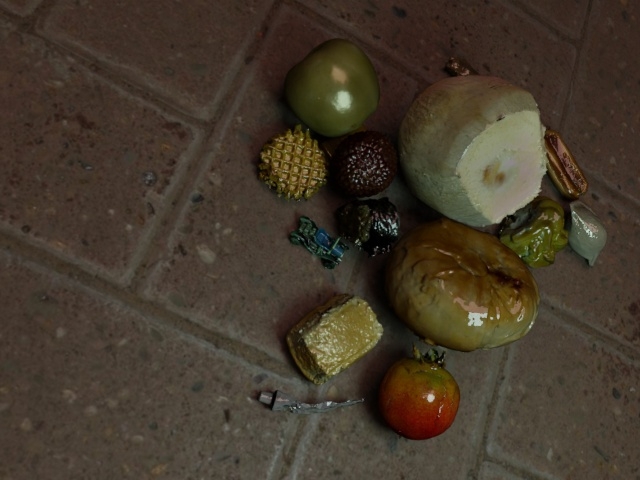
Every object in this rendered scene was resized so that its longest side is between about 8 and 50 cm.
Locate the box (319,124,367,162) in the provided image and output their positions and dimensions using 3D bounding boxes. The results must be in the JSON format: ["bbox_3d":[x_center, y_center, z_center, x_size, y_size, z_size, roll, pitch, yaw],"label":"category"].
[{"bbox_3d":[0.079,-0.269,1.985,0.155,0.023,0.086,-34,87,-29],"label":"box"}]

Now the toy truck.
[{"bbox_3d":[0.001,0.001,1.834,0.154,0.078,0.080,36,62,-10],"label":"toy truck"}]

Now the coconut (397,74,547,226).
[{"bbox_3d":[0.383,-0.259,1.906,0.405,0.404,0.404,7,71,-22],"label":"coconut"}]

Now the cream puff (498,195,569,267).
[{"bbox_3d":[0.649,-0.019,2.087,0.195,0.195,0.221,37,67,-10],"label":"cream puff"}]

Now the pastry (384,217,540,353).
[{"bbox_3d":[0.358,0.128,1.827,0.410,0.245,0.409,13,40,-11],"label":"pastry"}]

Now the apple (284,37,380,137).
[{"bbox_3d":[0.036,-0.407,1.879,0.263,0.262,0.262,7,71,-22],"label":"apple"}]

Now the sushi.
[{"bbox_3d":[0.119,-0.037,1.834,0.115,0.212,0.147,-12,102,-18],"label":"sushi"}]

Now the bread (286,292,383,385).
[{"bbox_3d":[0.041,0.238,1.755,0.246,0.121,0.174,-34,98,-33],"label":"bread"}]

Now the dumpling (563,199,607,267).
[{"bbox_3d":[0.832,-0.038,2.204,0.216,0.126,0.166,40,46,-5],"label":"dumpling"}]

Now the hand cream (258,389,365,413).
[{"bbox_3d":[-0.024,0.392,1.704,0.257,0.084,0.050,9,63,-18],"label":"hand cream"}]

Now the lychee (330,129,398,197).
[{"bbox_3d":[0.109,-0.204,1.866,0.188,0.188,0.188,7,71,-22],"label":"lychee"}]

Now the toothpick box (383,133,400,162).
[{"bbox_3d":[0.209,-0.265,2.025,0.083,0.052,0.052,31,64,-14],"label":"toothpick box"}]

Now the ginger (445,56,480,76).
[{"bbox_3d":[0.468,-0.516,2.223,0.173,0.051,0.069,41,66,-6],"label":"ginger"}]

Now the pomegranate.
[{"bbox_3d":[0.245,0.377,1.750,0.210,0.210,0.235,16,86,-20],"label":"pomegranate"}]

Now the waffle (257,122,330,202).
[{"bbox_3d":[-0.074,-0.199,1.869,0.193,0.070,0.197,46,64,-6],"label":"waffle"}]

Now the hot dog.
[{"bbox_3d":[0.767,-0.240,2.263,0.100,0.068,0.249,-25,83,-16],"label":"hot dog"}]
